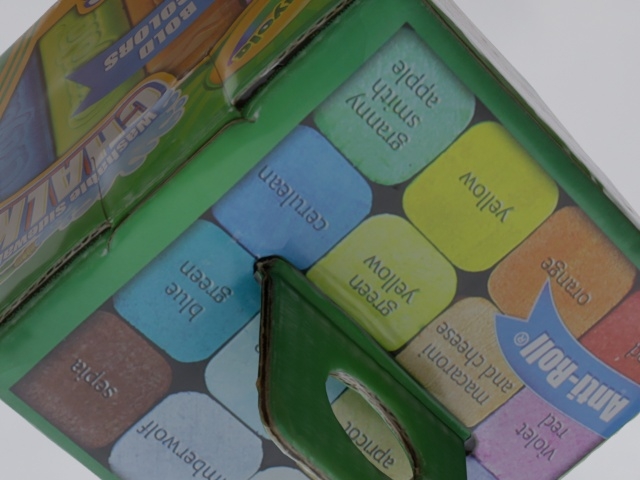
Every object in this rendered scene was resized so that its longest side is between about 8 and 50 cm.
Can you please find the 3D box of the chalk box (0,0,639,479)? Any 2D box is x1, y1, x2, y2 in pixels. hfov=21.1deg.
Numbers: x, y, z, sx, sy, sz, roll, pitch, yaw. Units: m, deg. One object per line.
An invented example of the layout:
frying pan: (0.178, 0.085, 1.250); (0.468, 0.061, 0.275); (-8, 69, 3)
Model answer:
chalk box: (0.000, 0.000, 0.591); (0.180, 0.179, 0.289); (44, -171, -27)
